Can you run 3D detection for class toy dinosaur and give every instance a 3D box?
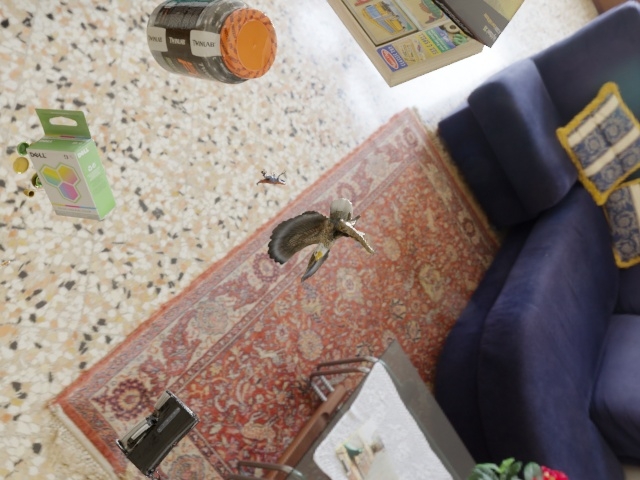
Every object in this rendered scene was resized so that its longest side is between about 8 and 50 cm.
[{"bbox_3d":[-0.139,-0.175,1.453,0.082,0.047,0.090,40,80,-32],"label":"toy dinosaur"}]

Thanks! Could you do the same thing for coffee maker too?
[{"bbox_3d":[-0.397,0.503,1.283,0.178,0.120,0.171,-45,98,-19],"label":"coffee maker"}]

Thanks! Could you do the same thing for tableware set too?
[{"bbox_3d":[-0.763,-0.189,1.324,0.104,0.024,0.154,-34,142,-64],"label":"tableware set"}]

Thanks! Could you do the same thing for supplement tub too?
[{"bbox_3d":[-0.287,-0.528,1.321,0.207,0.338,0.207,-25,125,-41],"label":"supplement tub"}]

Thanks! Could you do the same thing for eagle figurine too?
[{"bbox_3d":[-0.005,0.004,1.711,0.225,0.298,0.226,-19,87,-55],"label":"eagle figurine"}]

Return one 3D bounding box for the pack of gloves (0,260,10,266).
[{"bbox_3d":[-0.806,0.080,1.082,0.195,0.232,0.046,-34,106,-39],"label":"pack of gloves"}]

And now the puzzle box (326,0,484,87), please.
[{"bbox_3d":[0.203,-0.594,1.307,0.272,0.052,0.408,-24,65,-9],"label":"puzzle box"}]

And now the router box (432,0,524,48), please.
[{"bbox_3d":[0.327,-0.537,0.951,0.081,0.243,0.309,45,25,26],"label":"router box"}]

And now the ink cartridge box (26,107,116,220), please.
[{"bbox_3d":[-0.488,-0.144,0.970,0.062,0.109,0.209,-67,159,-50],"label":"ink cartridge box"}]
